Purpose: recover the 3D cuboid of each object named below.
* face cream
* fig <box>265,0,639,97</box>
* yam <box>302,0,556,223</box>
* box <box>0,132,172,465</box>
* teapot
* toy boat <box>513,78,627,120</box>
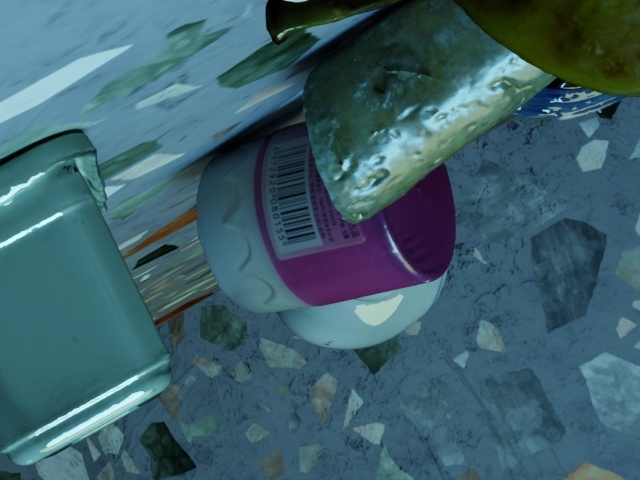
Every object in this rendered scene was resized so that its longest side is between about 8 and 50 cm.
[{"bbox_3d":[0.007,-0.028,1.326,0.195,0.175,0.175,-12,-174,28],"label":"face cream"},{"bbox_3d":[0.113,-0.168,0.766,0.290,0.190,0.190,7,180,4],"label":"fig"},{"bbox_3d":[0.117,-0.149,1.102,0.330,0.133,0.133,-35,175,24],"label":"yam"},{"bbox_3d":[-0.205,0.060,1.042,0.175,0.182,0.312,-28,178,-10],"label":"box"},{"bbox_3d":[0.000,0.000,1.673,0.280,0.252,0.424,6,-168,-16],"label":"teapot"},{"bbox_3d":[0.364,-0.236,1.843,0.309,0.129,0.142,-27,162,-14],"label":"toy boat"}]
